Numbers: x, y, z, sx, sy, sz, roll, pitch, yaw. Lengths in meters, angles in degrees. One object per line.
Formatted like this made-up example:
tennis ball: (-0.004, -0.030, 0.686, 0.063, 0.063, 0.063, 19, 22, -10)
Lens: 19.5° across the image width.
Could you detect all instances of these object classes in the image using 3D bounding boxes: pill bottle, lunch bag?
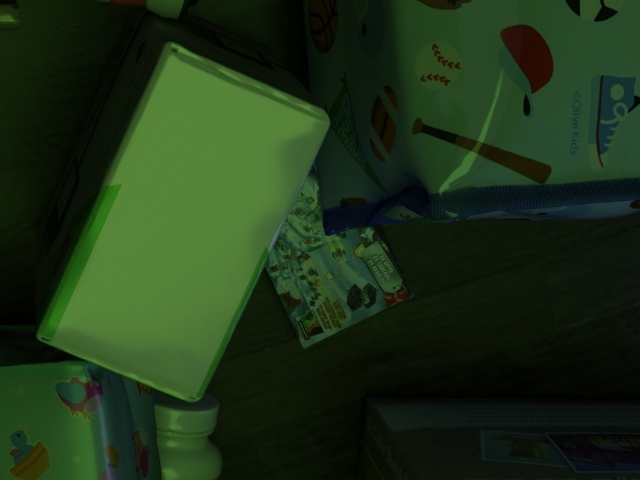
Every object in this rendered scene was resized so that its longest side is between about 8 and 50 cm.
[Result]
pill bottle: (-0.120, 0.190, 1.378, 0.087, 0.087, 0.160, 8, 103, -13)
lunch bag: (0.197, -0.179, 1.248, 0.385, 0.239, 0.328, -4, 91, -22)
lunch bag: (-0.247, 0.173, 1.276, 0.262, 0.160, 0.223, -2, 102, 12)

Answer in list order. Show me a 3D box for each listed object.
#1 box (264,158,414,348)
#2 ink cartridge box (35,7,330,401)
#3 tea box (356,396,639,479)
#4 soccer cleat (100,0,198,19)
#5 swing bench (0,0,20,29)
box: (0.000, 0.000, 1.384, 0.094, 0.027, 0.137, -25, 108, -3)
ink cartridge box: (-0.101, -0.039, 1.226, 0.115, 0.273, 0.198, 23, 99, -14)
tea box: (0.199, 0.300, 1.402, 0.329, 0.220, 0.323, 2, 105, -12)
soccer cleat: (-0.105, -0.300, 1.195, 0.116, 0.108, 0.318, 12, 74, -8)
swing bench: (-0.324, -0.262, 1.184, 0.253, 0.165, 0.255, -2, 110, -12)
